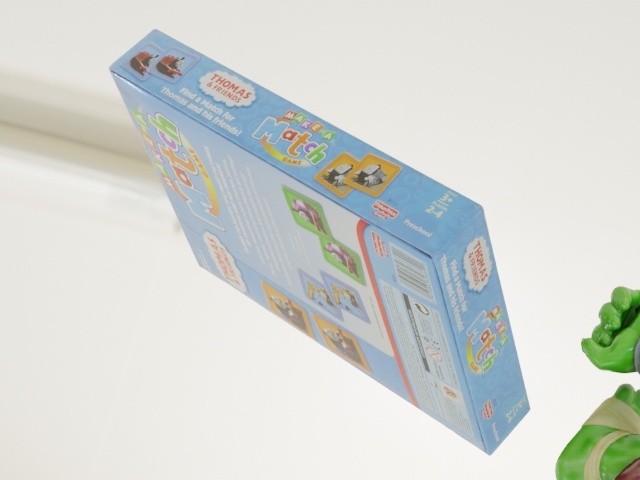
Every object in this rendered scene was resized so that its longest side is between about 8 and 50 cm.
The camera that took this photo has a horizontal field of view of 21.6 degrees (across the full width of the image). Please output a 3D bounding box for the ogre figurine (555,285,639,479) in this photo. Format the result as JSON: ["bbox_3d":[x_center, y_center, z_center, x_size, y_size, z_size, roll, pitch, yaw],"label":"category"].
[{"bbox_3d":[0.139,0.123,0.664,0.097,0.197,0.118,38,162,-28],"label":"ogre figurine"}]

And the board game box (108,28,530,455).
[{"bbox_3d":[0.000,0.000,0.812,0.211,0.160,0.039,30,-115,33],"label":"board game box"}]
